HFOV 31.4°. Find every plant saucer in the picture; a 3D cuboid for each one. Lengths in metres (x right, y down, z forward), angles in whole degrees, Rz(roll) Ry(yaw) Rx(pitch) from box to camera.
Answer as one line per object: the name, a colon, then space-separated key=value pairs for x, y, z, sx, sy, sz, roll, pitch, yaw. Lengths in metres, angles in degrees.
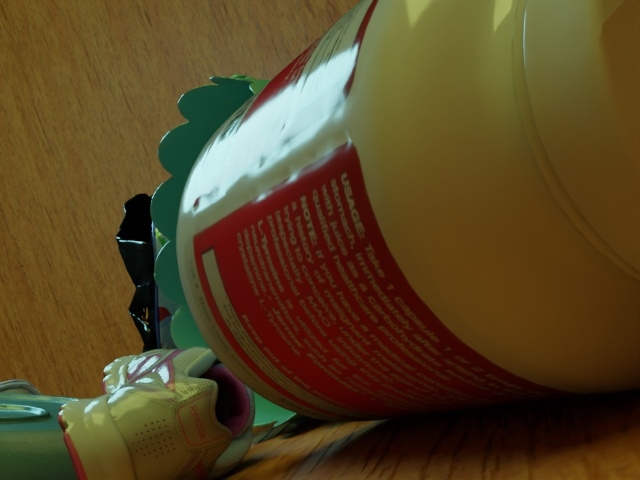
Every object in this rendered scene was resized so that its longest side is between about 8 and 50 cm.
plant saucer: x=-0.276 y=0.159 z=0.936 sx=0.318 sy=0.043 sz=0.317 roll=4 pitch=-3 yaw=0

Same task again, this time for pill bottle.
pill bottle: x=0.087 y=-0.029 z=0.584 sx=0.229 sy=0.229 sz=0.408 roll=-20 pitch=-2 yaw=-26

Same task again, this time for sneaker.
sneaker: x=-0.096 y=0.127 z=0.807 sx=0.111 sy=0.103 sz=0.252 roll=-18 pitch=5 yaw=3

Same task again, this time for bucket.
bucket: x=0.000 y=0.000 z=0.927 sx=0.183 sy=0.281 sz=0.281 roll=-8 pitch=-9 yaw=-34

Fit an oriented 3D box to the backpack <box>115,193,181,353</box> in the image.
backpack: x=-0.099 y=0.068 z=1.177 sx=0.213 sy=0.276 sz=0.263 roll=-8 pitch=2 yaw=6

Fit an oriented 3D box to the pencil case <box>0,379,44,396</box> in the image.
pencil case: x=-0.428 y=0.255 z=1.370 sx=0.113 sy=0.124 sz=0.273 roll=33 pitch=-40 yaw=-29
